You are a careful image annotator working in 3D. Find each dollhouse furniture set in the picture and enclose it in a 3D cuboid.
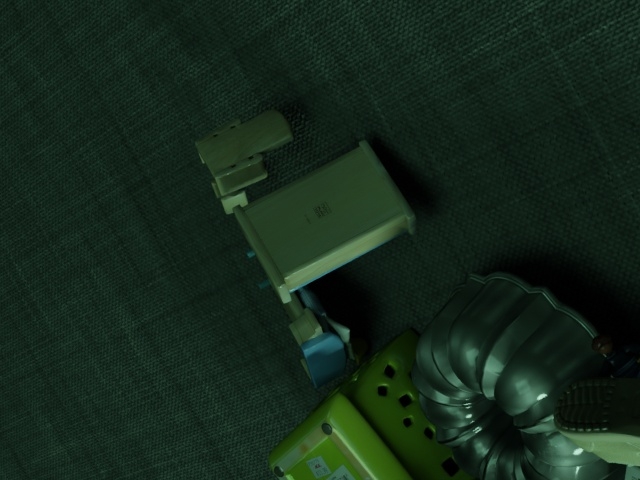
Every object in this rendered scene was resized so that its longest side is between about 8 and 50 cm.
[{"bbox_3d":[0.000,0.000,1.991,0.286,0.198,0.303,59,172,29],"label":"dollhouse furniture set"}]

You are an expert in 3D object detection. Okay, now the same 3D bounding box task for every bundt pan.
[{"bbox_3d":[0.239,0.206,1.796,0.331,0.124,0.331,38,148,29],"label":"bundt pan"}]

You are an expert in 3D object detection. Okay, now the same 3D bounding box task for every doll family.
[{"bbox_3d":[0.395,0.116,1.657,0.111,0.193,0.076,51,162,-11],"label":"doll family"}]

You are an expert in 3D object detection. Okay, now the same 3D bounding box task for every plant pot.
[{"bbox_3d":[0.079,0.294,1.982,0.227,0.207,0.228,51,134,7],"label":"plant pot"}]

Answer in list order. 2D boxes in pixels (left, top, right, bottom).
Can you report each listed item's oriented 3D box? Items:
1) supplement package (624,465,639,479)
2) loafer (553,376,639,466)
[{"bbox_3d":[0.450,0.415,1.663,0.175,0.177,0.293,27,114,60],"label":"supplement package"},{"bbox_3d":[0.389,0.202,1.576,0.268,0.102,0.092,3,150,40],"label":"loafer"}]
